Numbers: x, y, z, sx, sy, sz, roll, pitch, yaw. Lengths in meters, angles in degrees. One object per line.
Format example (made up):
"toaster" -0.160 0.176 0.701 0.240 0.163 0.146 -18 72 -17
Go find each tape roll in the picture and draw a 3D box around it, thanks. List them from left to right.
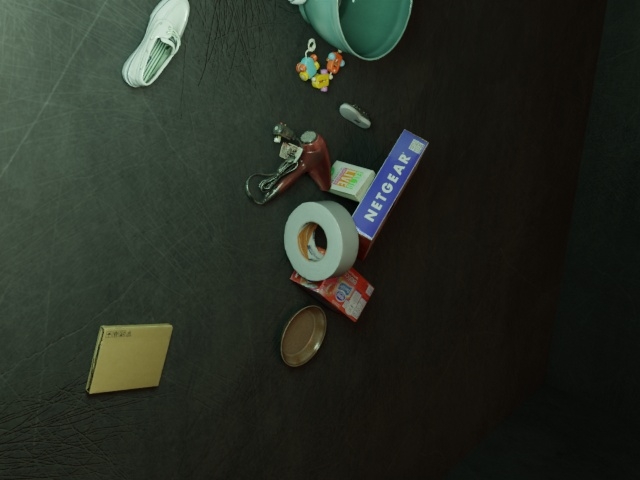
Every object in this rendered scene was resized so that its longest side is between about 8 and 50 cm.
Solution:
"tape roll" 0.000 0.000 1.975 0.072 0.219 0.219 -9 114 -48

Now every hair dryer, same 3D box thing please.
"hair dryer" -0.069 -0.196 1.942 0.293 0.080 0.224 12 113 -45

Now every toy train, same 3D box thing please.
"toy train" -0.007 -0.467 1.890 0.166 0.046 0.125 10 98 -54

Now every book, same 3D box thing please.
"book" 0.077 -0.172 2.045 0.096 0.144 0.035 -57 137 -15

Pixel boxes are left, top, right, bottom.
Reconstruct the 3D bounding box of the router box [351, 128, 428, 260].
"router box" 0.184 -0.124 2.126 0.336 0.082 0.301 -59 175 -11

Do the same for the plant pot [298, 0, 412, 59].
"plant pot" 0.067 -0.612 1.783 0.293 0.196 0.293 -25 125 -42

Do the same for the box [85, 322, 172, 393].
"box" -0.458 0.283 1.726 0.201 0.021 0.165 6 103 -51

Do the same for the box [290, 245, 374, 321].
"box" 0.039 0.130 2.160 0.128 0.122 0.257 -60 141 -10

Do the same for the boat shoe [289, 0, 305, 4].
"boat shoe" -0.069 -0.711 1.670 0.094 0.109 0.303 -4 102 -33

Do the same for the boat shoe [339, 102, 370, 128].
"boat shoe" 0.101 -0.368 2.066 0.142 0.049 0.040 26 68 -53

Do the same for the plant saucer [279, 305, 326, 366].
"plant saucer" -0.061 0.287 2.188 0.198 0.036 0.199 -25 125 -42

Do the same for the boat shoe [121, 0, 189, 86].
"boat shoe" -0.328 -0.416 1.505 0.083 0.075 0.226 34 80 -52
